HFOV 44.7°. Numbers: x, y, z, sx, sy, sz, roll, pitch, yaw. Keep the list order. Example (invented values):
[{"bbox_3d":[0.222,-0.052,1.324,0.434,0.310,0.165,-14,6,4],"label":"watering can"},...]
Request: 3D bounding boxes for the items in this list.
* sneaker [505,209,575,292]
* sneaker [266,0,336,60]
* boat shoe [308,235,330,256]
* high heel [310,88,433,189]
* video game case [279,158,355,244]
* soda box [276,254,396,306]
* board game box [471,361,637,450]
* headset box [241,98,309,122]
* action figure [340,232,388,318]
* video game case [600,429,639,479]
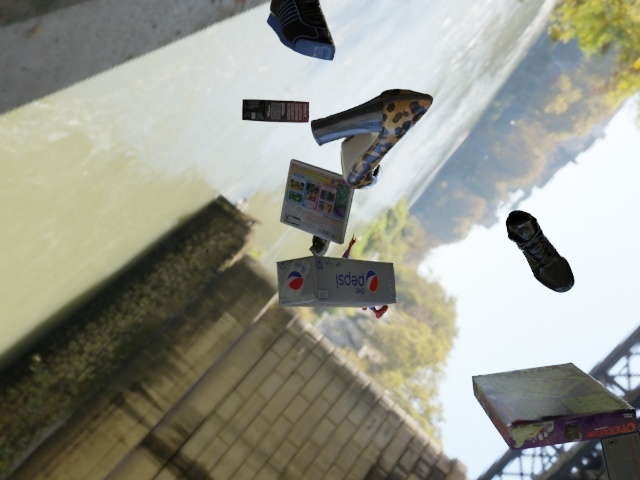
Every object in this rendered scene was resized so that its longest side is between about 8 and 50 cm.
[{"bbox_3d":[0.500,0.022,1.805,0.087,0.228,0.130,-34,158,20],"label":"sneaker"},{"bbox_3d":[-0.031,-0.387,1.348,0.081,0.232,0.091,1,122,-30],"label":"sneaker"},{"bbox_3d":[0.000,0.000,1.932,0.049,0.040,0.142,-45,-168,21],"label":"boat shoe"},{"bbox_3d":[0.116,-0.155,1.251,0.186,0.093,0.261,-15,160,18],"label":"high heel"},{"bbox_3d":[-0.007,-0.082,1.632,0.019,0.157,0.143,-22,127,-57],"label":"video game case"},{"bbox_3d":[0.038,0.087,1.571,0.098,0.091,0.286,-11,169,35],"label":"soda box"},{"bbox_3d":[0.403,0.289,1.399,0.347,0.208,0.056,-62,147,-86],"label":"board game box"},{"bbox_3d":[-0.060,-0.182,1.097,0.083,0.062,0.032,-6,103,-36],"label":"headset box"},{"bbox_3d":[0.121,0.092,2.101,0.139,0.091,0.280,-57,145,-11],"label":"action figure"},{"bbox_3d":[0.477,0.308,1.062,0.166,0.015,0.119,-18,-139,22],"label":"video game case"}]
